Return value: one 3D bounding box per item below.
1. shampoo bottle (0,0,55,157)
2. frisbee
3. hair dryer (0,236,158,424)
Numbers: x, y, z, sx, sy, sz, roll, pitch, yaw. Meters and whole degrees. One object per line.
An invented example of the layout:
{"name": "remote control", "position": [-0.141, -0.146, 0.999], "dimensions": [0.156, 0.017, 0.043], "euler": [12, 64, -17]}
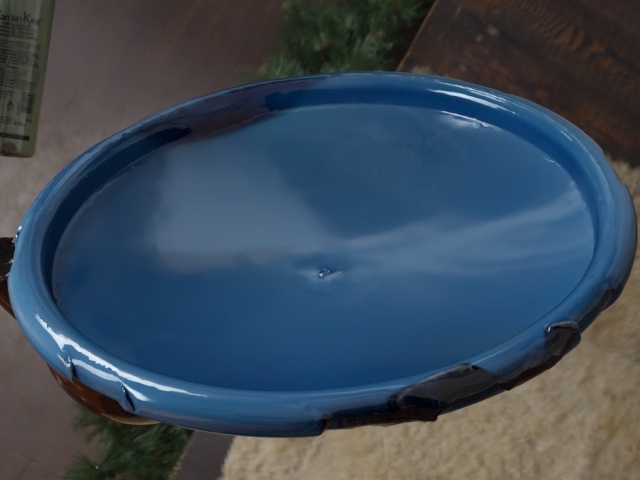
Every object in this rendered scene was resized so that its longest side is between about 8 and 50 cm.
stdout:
{"name": "shampoo bottle", "position": [-0.372, -0.234, 1.311], "dimensions": [0.085, 0.085, 0.262], "euler": [8, 96, -10]}
{"name": "frisbee", "position": [0.000, 0.000, 0.431], "dimensions": [0.242, 0.242, 0.045], "euler": [-14, 124, -14]}
{"name": "hair dryer", "position": [-0.147, 0.040, 1.135], "dimensions": [0.340, 0.312, 0.123], "euler": [-31, 50, -2]}
